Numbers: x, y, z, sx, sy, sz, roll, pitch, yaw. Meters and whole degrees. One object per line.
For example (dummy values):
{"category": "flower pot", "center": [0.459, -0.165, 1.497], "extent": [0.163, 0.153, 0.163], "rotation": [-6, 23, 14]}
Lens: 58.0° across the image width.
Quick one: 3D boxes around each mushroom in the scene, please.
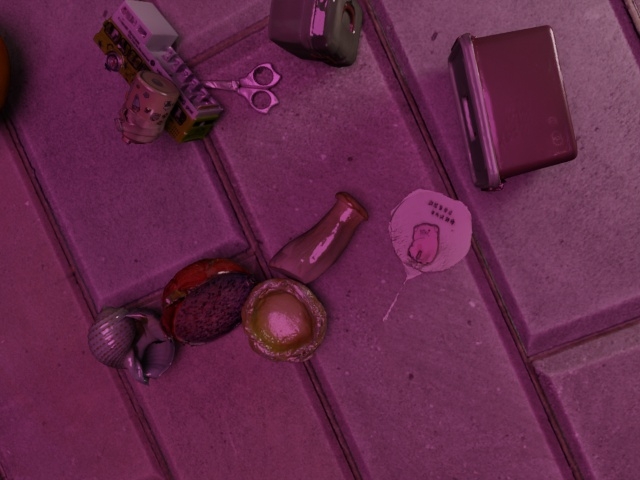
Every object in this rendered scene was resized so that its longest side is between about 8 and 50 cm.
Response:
{"category": "mushroom", "center": [0.000, 0.008, 1.229], "extent": [0.247, 0.108, 0.096], "rotation": [-44, 127, 15]}

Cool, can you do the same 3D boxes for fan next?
{"category": "fan", "center": [0.202, 0.044, 1.231], "extent": [0.182, 0.010, 0.310], "rotation": [26, 100, 8]}

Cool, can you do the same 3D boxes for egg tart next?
{"category": "egg tart", "center": [-0.075, 0.168, 1.261], "extent": [0.197, 0.078, 0.196], "rotation": [2, 104, 7]}

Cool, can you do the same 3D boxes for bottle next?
{"category": "bottle", "center": [-0.356, -0.256, 1.166], "extent": [0.099, 0.099, 0.152], "rotation": [40, 117, 5]}

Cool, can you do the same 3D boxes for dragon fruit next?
{"category": "dragon fruit", "center": [-0.263, 0.108, 1.259], "extent": [0.148, 0.224, 0.218], "rotation": [47, 144, 32]}

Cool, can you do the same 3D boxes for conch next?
{"category": "conch", "center": [-0.432, 0.226, 1.325], "extent": [0.172, 0.131, 0.199], "rotation": [-31, 119, -12]}

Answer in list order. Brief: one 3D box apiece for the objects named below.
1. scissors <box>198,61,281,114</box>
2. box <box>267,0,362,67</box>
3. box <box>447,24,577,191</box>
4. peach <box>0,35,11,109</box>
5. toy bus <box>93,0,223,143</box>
{"category": "scissors", "center": [-0.190, -0.339, 1.268], "extent": [0.213, 0.021, 0.110], "rotation": [7, 100, 11]}
{"category": "box", "center": [-0.005, -0.426, 1.127], "extent": [0.130, 0.210, 0.147], "rotation": [12, 98, 18]}
{"category": "box", "center": [0.355, -0.248, 1.081], "extent": [0.168, 0.193, 0.293], "rotation": [-13, 93, 7]}
{"category": "peach", "center": [-0.867, -0.393, 1.254], "extent": [0.343, 0.342, 0.301], "rotation": [15, 116, 10]}
{"category": "toy bus", "center": [-0.341, -0.360, 1.240], "extent": [0.139, 0.113, 0.301], "rotation": [-40, 87, 30]}
